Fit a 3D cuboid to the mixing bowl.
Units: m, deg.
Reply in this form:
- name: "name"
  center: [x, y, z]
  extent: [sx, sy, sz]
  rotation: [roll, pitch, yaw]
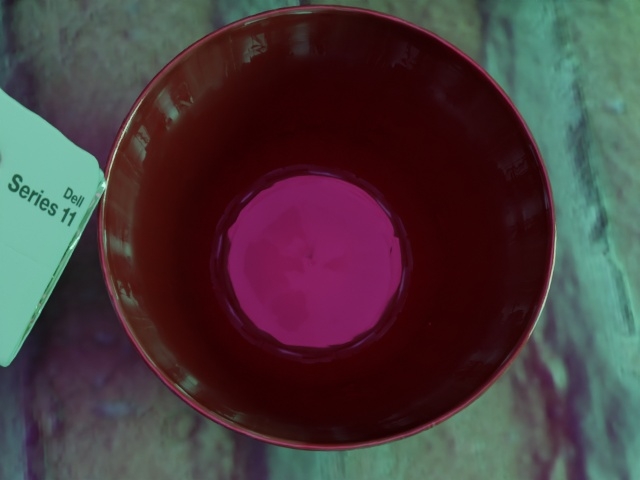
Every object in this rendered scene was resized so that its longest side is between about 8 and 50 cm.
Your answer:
- name: "mixing bowl"
  center: [0.000, 0.000, 0.426]
  extent: [0.181, 0.098, 0.181]
  rotation: [1, 78, -5]

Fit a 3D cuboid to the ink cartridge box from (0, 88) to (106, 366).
- name: "ink cartridge box"
  center: [-0.207, -0.040, 0.349]
  extent: [0.208, 0.153, 0.087]
  rotation: [16, 76, 30]
